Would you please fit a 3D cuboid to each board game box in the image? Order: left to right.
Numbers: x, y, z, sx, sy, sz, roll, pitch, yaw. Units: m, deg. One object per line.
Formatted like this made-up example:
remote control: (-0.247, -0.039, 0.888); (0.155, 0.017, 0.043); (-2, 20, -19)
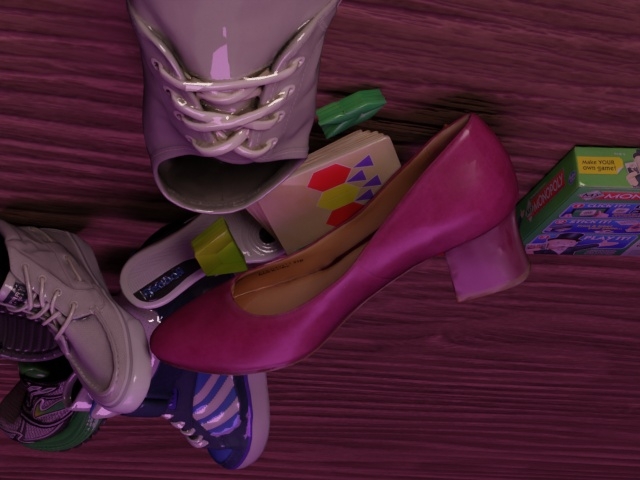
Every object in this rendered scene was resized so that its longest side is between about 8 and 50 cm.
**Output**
board game box: (0.376, -0.036, 1.825); (0.317, 0.046, 0.213); (1, 160, -14)

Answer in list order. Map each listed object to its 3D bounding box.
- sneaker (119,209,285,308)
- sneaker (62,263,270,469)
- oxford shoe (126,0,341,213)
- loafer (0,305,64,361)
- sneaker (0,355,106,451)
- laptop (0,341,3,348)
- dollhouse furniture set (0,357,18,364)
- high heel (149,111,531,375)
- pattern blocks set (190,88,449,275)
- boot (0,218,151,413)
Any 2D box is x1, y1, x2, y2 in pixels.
sneaker: (-0.104, -0.009, 1.788); (0.217, 0.079, 0.121); (-24, -169, 1)
sneaker: (-0.185, 0.166, 1.996); (0.236, 0.130, 0.322); (-17, 137, -22)
oxford shoe: (-0.065, -0.135, 1.305); (0.169, 0.130, 0.449); (0, 160, -6)
loafer: (-0.393, 0.073, 1.957); (0.251, 0.094, 0.087); (14, -179, -22)
sneaker: (-0.322, 0.157, 2.172); (0.146, 0.134, 0.343); (15, 145, -29)
laptop: (-0.504, 0.094, 1.764); (0.264, 0.136, 0.234); (-24, 167, 25)
dollhouse furniture set: (-0.419, 0.170, 2.222); (0.114, 0.081, 0.091); (0, 161, -13)
high heel: (0.000, 0.000, 1.626); (0.377, 0.127, 0.181); (-19, 123, 4)
pattern blocks set: (0.014, -0.038, 1.662); (0.285, 0.026, 0.325); (-19, 152, -5)
boot: (-0.265, 0.072, 1.738); (0.123, 0.258, 0.095); (16, 114, -39)
